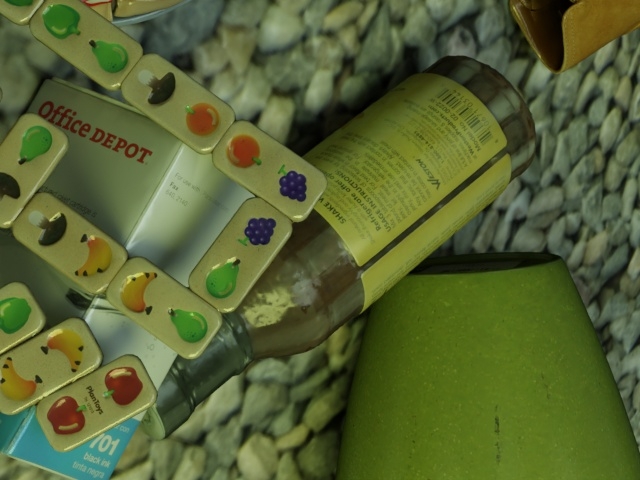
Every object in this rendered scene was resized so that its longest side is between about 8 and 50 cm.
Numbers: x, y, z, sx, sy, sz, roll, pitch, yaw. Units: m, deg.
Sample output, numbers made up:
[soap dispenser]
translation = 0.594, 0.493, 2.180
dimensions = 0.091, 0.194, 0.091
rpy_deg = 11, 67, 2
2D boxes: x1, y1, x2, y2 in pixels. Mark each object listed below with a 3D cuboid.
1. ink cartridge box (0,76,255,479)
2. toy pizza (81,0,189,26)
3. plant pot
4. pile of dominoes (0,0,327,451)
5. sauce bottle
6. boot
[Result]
[ink cartridge box]
translation = -0.139, 0.020, 0.730
dimensions = 0.082, 0.140, 0.190
rpy_deg = 37, 80, -47
[toy pizza]
translation = -0.101, -0.196, 0.703
dimensions = 0.201, 0.032, 0.201
rpy_deg = -21, 140, -19
[plant pot]
translation = 0.126, 0.161, 0.981
dimensions = 0.275, 0.275, 0.293
rpy_deg = -9, 97, -41
[pile of dominoes]
translation = -0.151, -0.026, 0.643
dimensions = 0.196, 0.251, 0.040
rpy_deg = -55, 176, -6
[sauce bottle]
translation = 0.000, 0.000, 0.878
dimensions = 0.344, 0.111, 0.111
rpy_deg = -37, 129, -27
[boot]
translation = 0.260, -0.201, 1.063
dimensions = 0.211, 0.104, 0.295
rpy_deg = -46, 127, -13
